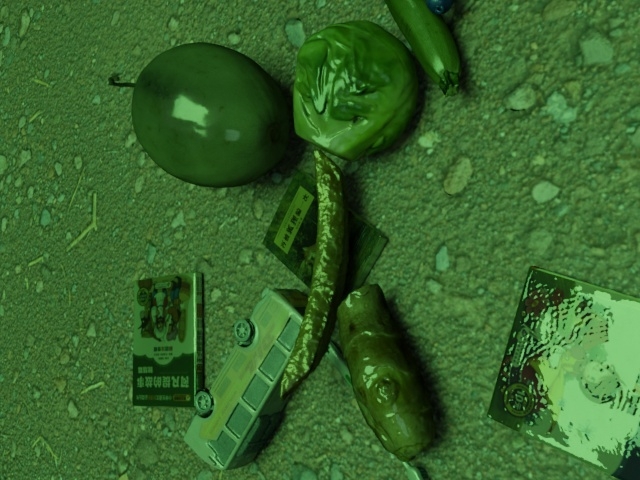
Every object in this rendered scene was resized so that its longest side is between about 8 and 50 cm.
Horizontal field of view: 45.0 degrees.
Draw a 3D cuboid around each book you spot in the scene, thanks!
[{"bbox_3d":[0.380,0.182,0.985,0.322,0.018,0.228,19,97,41],"label":"book"},{"bbox_3d":[0.000,0.000,1.329,0.228,0.024,0.160,41,113,35],"label":"book"},{"bbox_3d":[-0.311,0.203,1.567,0.202,0.027,0.264,-8,79,39],"label":"book"}]

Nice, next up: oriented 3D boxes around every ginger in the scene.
[{"bbox_3d":[0.097,0.199,1.160,0.109,0.116,0.263,-48,52,45],"label":"ginger"}]

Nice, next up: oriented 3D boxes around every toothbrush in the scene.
[{"bbox_3d":[0.084,0.272,1.219,0.030,0.030,0.304,-53,55,22],"label":"toothbrush"}]

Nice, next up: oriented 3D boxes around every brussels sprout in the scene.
[{"bbox_3d":[0.056,-0.238,1.231,0.223,0.161,0.223,2,96,20],"label":"brussels sprout"}]

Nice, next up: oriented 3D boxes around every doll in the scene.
[{"bbox_3d":[0.183,-0.395,1.182,0.099,0.057,0.143,6,58,2],"label":"doll"}]

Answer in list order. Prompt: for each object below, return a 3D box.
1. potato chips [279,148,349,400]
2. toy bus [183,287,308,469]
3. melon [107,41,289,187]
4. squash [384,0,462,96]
[{"bbox_3d":[0.001,0.056,1.236,0.080,0.057,0.407,7,78,6],"label":"potato chips"},{"bbox_3d":[-0.112,0.243,1.351,0.138,0.097,0.342,38,108,30],"label":"toy bus"},{"bbox_3d":[-0.197,-0.219,1.377,0.272,0.272,0.308,-55,48,21],"label":"melon"},{"bbox_3d":[0.165,-0.321,1.200,0.066,0.066,0.252,-39,62,30],"label":"squash"}]
